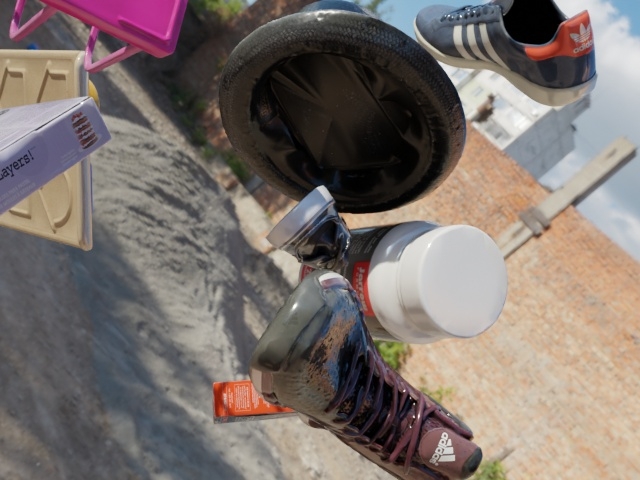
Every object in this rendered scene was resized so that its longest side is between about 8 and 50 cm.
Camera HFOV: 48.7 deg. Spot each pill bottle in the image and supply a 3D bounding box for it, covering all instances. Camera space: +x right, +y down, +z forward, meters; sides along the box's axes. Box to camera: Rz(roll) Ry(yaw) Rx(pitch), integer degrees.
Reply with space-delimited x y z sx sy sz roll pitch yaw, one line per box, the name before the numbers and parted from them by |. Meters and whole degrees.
pill bottle | 0.101 0.056 0.953 0.161 0.161 0.283 49 -24 -17

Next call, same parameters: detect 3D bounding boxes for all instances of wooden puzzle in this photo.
wooden puzzle | -0.481 -0.167 1.245 0.347 0.322 0.080 13 16 40

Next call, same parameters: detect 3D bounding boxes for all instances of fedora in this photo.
fedora | 0.034 -0.184 0.909 0.334 0.334 0.153 48 40 -42

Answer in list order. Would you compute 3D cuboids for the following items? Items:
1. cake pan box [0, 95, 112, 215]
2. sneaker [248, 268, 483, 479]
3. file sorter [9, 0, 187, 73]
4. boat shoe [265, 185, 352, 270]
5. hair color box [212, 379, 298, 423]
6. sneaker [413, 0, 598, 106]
cake pan box | -0.428 -0.083 0.855 0.245 0.267 0.070 -1 -57 34
sneaker | 0.053 0.123 0.549 0.162 0.106 0.281 29 -13 20
file sorter | -0.251 -0.273 0.521 0.290 0.202 0.182 20 -12 -36
boat shoe | 0.000 0.000 0.766 0.076 0.080 0.228 46 -1 5
hair color box | -0.060 0.194 0.865 0.072 0.141 0.043 114 -28 -68
sneaker | 0.275 -0.338 1.085 0.350 0.131 0.148 36 -27 41
